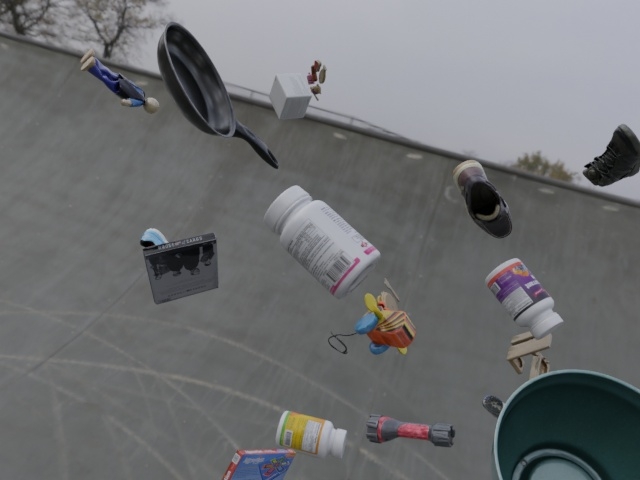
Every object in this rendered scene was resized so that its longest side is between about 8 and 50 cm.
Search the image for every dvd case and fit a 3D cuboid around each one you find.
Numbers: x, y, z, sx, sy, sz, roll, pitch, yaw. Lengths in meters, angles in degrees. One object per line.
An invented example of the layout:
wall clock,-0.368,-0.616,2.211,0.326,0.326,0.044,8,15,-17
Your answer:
dvd case,-0.358,0.077,1.444,0.179,0.238,0.029,-14,58,-19

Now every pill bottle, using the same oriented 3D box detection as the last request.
pill bottle,0.000,0.000,1.403,0.283,0.160,0.160,43,12,13
pill bottle,0.517,0.150,1.396,0.108,0.108,0.193,9,42,-52
pill bottle,-0.031,0.727,2.047,0.246,0.136,0.136,10,4,11

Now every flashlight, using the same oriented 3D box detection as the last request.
flashlight,0.320,0.691,1.987,0.304,0.103,0.103,-2,-44,27

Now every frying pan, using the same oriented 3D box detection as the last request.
frying pan,-0.180,-0.244,0.952,0.053,0.197,0.326,-22,-14,14

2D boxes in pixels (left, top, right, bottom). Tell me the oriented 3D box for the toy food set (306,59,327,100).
toy food set,-0.015,-0.449,1.528,0.019,0.122,0.078,-16,61,-21

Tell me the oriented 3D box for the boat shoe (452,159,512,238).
boat shoe,0.433,-0.087,1.447,0.285,0.103,0.092,50,23,-38

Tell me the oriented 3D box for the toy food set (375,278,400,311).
toy food set,0.237,0.240,1.954,0.132,0.039,0.192,54,28,-26

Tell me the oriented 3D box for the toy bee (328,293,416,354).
toy bee,0.160,0.224,1.544,0.298,0.195,0.162,9,43,41

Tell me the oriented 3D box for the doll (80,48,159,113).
doll,-0.448,-0.346,1.251,0.189,0.046,0.129,35,22,-44

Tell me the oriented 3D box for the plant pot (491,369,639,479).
plant pot,0.403,0.380,0.866,0.293,0.293,0.196,17,-36,16

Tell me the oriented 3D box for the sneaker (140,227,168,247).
sneaker,-0.446,0.039,1.568,0.162,0.063,0.073,37,31,-6

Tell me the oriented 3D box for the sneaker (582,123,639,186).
sneaker,0.764,-0.210,1.445,0.227,0.130,0.087,39,23,-60

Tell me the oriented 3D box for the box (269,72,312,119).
box,-0.094,-0.443,1.698,0.087,0.102,0.101,-11,63,-27

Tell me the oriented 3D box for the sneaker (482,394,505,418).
sneaker,0.497,0.466,1.492,0.135,0.052,0.058,37,-19,8

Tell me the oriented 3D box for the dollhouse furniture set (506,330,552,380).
dollhouse furniture set,0.618,0.322,1.517,0.151,0.123,0.144,52,37,-8

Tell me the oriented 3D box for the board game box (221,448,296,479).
board game box,-0.181,0.667,1.580,0.027,0.145,0.281,27,-4,34
